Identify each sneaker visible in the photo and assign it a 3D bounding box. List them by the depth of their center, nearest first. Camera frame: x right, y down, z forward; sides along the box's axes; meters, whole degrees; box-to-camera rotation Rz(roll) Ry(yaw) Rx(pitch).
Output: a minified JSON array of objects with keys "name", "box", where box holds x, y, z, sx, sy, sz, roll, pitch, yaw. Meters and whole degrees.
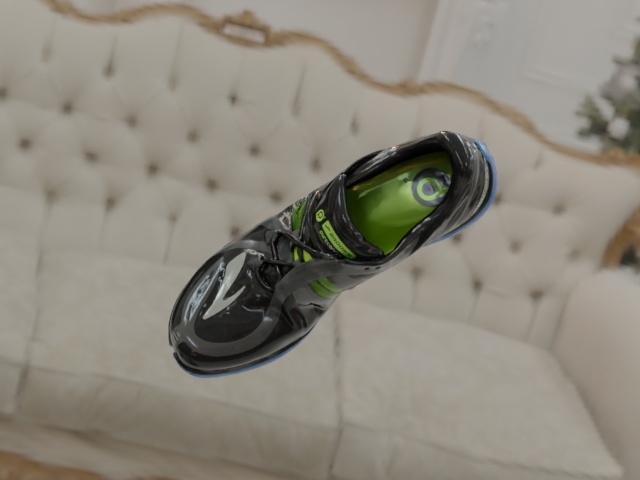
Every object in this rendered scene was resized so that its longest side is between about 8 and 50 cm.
[{"name":"sneaker","box":[0.000,0.000,0.726,0.067,0.188,0.078,59,5,16]}]
